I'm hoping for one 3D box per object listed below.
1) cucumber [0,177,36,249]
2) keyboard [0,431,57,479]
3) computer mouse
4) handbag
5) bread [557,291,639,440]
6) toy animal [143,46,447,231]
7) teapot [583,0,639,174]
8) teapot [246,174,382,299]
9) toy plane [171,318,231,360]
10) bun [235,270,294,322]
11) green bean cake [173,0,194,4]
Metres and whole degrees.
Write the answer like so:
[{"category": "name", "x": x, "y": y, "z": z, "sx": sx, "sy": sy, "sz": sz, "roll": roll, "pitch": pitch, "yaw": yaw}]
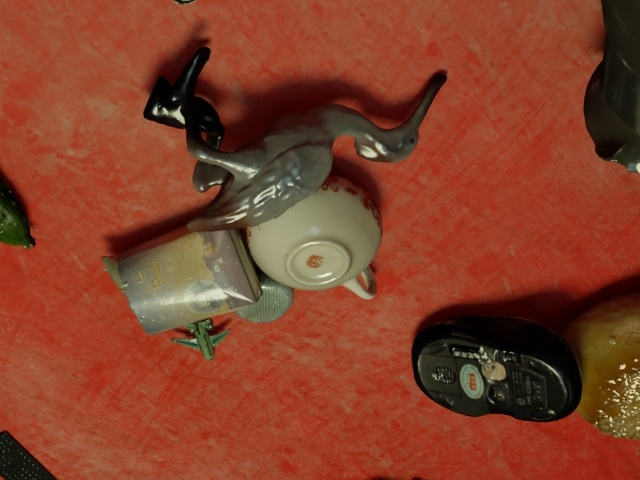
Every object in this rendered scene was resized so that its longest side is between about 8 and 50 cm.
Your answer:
[{"category": "cucumber", "x": -0.391, "y": -0.065, "z": 1.040, "sx": 0.069, "sy": 0.069, "sz": 0.227, "roll": -23, "pitch": 131, "yaw": 13}, {"category": "keyboard", "x": -0.445, "y": 0.358, "z": 1.426, "sx": 0.067, "sy": 0.011, "sz": 0.202, "roll": -21, "pitch": 129, "yaw": 10}, {"category": "computer mouse", "x": 0.237, "y": 0.166, "z": 1.259, "sx": 0.233, "sy": 0.096, "sz": 0.137, "roll": 8, "pitch": 127, "yaw": 26}, {"category": "handbag", "x": -0.167, "y": 0.043, "z": 1.138, "sx": 0.173, "sy": 0.095, "sz": 0.117, "roll": -18, "pitch": 98, "yaw": 8}, {"category": "bread", "x": 0.481, "y": 0.157, "z": 1.253, "sx": 0.313, "sy": 0.171, "sz": 0.192, "roll": 8, "pitch": 133, "yaw": -13}, {"category": "toy animal", "x": -0.028, "y": -0.096, "z": 1.009, "sx": 0.324, "sy": 0.090, "sz": 0.195, "roll": 5, "pitch": 104, "yaw": -11}, {"category": "teapot", "x": 0.399, "y": -0.253, "z": 0.854, "sx": 0.376, "sy": 0.305, "sz": 0.362, "roll": -30, "pitch": 143, "yaw": -18}, {"category": "teapot", "x": 0.000, "y": 0.000, "z": 1.122, "sx": 0.159, "sy": 0.116, "sz": 0.245, "roll": -33, "pitch": 132, "yaw": 7}, {"category": "toy plane", "x": -0.155, "y": 0.130, "z": 1.252, "sx": 0.080, "sy": 0.033, "sz": 0.083, "roll": -11, "pitch": 137, "yaw": 2}, {"category": "bun", "x": -0.075, "y": 0.069, "z": 1.199, "sx": 0.083, "sy": 0.045, "sz": 0.083, "roll": -5, "pitch": 131, "yaw": -6}, {"category": "green bean cake", "x": -0.103, "y": -0.327, "z": 0.830, "sx": 0.185, "sy": 0.094, "sz": 0.183, "roll": -26, "pitch": 128, "yaw": 16}]
